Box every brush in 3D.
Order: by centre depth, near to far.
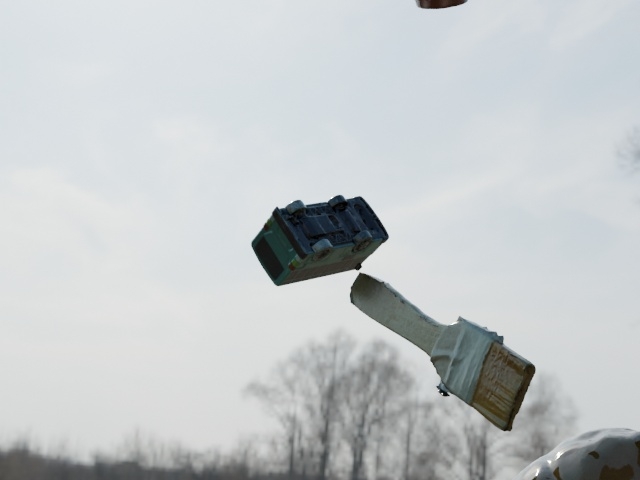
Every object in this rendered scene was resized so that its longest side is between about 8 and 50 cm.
[{"bbox_3d":[0.113,0.098,1.107,0.020,0.085,0.336,12,11,-29],"label":"brush"}]

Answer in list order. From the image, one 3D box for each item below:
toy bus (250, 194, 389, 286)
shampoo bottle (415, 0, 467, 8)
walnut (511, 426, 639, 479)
[{"bbox_3d":[0.000,0.000,1.321,0.160,0.079,0.092,-11,-30,-46],"label":"toy bus"},{"bbox_3d":[0.142,-0.454,1.324,0.076,0.314,0.118,-24,27,-35],"label":"shampoo bottle"},{"bbox_3d":[0.345,0.380,1.074,0.308,0.354,0.398,-36,-59,21],"label":"walnut"}]
